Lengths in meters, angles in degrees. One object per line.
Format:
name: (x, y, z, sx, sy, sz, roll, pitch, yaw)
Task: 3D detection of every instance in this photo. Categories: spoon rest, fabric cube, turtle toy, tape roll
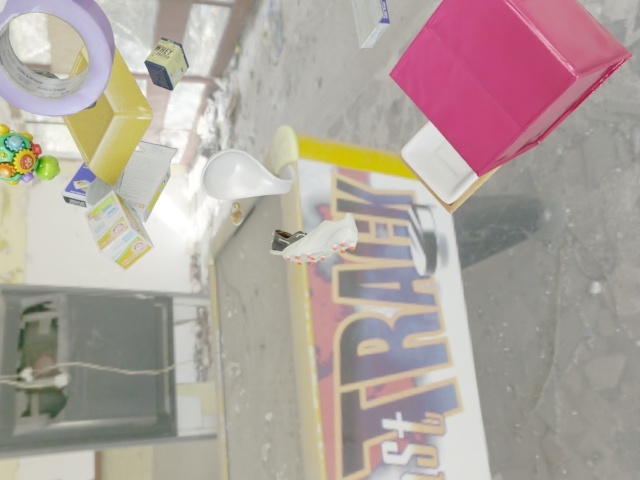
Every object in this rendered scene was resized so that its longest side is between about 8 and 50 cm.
spoon rest: (-0.167, -0.156, 1.560, 0.084, 0.276, 0.137, 46, 123, 37)
fabric cube: (0.337, -0.316, 1.148, 0.258, 0.254, 0.259, 52, 136, 13)
turtle toy: (-0.493, -0.133, 1.057, 0.130, 0.066, 0.095, 16, -88, -66)
tape roll: (-0.408, -0.289, 0.958, 0.080, 0.189, 0.189, -108, 25, -53)

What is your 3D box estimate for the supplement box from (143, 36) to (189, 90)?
supplement box: (-0.366, -0.420, 1.525, 0.083, 0.056, 0.083, 84, -149, -64)

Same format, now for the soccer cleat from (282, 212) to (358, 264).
soccer cleat: (0.000, 0.000, 1.332, 0.196, 0.068, 0.076, -18, 61, 39)

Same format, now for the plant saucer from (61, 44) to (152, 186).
plant saucer: (-0.636, -0.371, 1.811, 0.333, 0.081, 0.332, -45, 70, 40)

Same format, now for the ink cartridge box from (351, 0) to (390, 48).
ink cartridge box: (0.142, -0.680, 1.772, 0.224, 0.045, 0.223, 155, 106, -76)

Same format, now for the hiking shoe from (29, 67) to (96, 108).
hiking shoe: (-0.637, -0.336, 1.458, 0.114, 0.227, 0.086, -63, -21, -59)

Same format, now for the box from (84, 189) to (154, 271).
box: (-0.565, -0.028, 1.787, 0.203, 0.114, 0.103, 51, -179, 43)

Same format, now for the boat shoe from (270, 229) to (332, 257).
boat shoe: (-0.058, 0.011, 1.813, 0.233, 0.084, 0.079, 8, 89, 47)

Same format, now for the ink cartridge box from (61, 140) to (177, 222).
ink cartridge box: (-0.695, -0.226, 2.244, 0.072, 0.304, 0.307, 93, -167, -52)

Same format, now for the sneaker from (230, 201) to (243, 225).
sneaker: (-0.229, -0.065, 1.739, 0.083, 0.032, 0.037, -97, 23, -43)

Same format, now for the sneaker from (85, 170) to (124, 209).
sneaker: (-0.675, -0.162, 2.033, 0.258, 0.094, 0.091, -83, 4, -49)

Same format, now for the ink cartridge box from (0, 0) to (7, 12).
ink cartridge box: (-0.435, -0.464, 0.764, 0.270, 0.198, 0.197, -53, 38, 24)

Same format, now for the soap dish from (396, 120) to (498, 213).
soap dish: (0.376, -0.248, 1.669, 0.291, 0.118, 0.229, -46, 68, 18)
